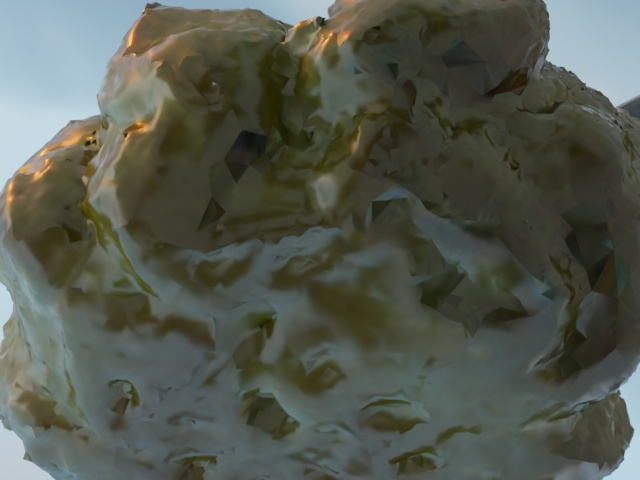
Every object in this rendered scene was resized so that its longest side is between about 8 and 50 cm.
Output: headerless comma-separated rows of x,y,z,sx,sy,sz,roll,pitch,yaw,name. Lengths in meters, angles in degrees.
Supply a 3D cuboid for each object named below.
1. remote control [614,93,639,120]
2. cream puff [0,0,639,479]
0.203,-0.064,0.921,0.107,0.377,0.044,39,-154,-62,remote control
-0.001,0.012,0.667,0.244,0.244,0.196,24,-178,-16,cream puff
